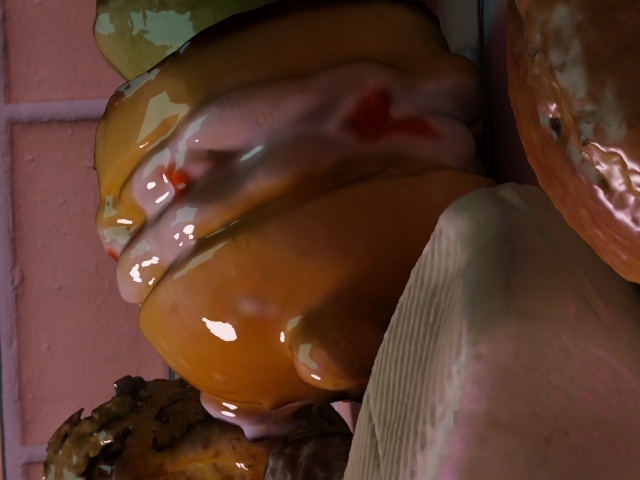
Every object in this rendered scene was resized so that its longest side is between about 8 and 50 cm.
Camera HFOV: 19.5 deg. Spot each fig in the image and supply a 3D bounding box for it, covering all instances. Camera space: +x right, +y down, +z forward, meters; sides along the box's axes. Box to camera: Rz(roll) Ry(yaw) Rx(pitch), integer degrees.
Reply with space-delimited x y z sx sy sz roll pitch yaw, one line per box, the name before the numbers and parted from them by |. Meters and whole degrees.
fig | -0.041 -0.163 1.389 0.207 0.230 0.207 -56 -8 -12

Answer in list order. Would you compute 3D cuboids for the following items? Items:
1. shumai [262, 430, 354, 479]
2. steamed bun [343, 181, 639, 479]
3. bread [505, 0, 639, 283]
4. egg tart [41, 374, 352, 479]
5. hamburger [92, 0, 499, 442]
shumai | 0.070 0.175 1.133 0.209 0.161 0.153 47 125 11
steamed bun | 0.103 0.100 0.925 0.170 0.153 0.238 -96 24 -58
bread | 0.136 -0.077 0.712 0.129 0.134 0.260 105 160 -61
egg tart | -0.097 0.223 1.593 0.132 0.297 0.297 106 159 -65
hamburger | 0.000 0.000 1.176 0.276 0.276 0.237 114 137 -67
